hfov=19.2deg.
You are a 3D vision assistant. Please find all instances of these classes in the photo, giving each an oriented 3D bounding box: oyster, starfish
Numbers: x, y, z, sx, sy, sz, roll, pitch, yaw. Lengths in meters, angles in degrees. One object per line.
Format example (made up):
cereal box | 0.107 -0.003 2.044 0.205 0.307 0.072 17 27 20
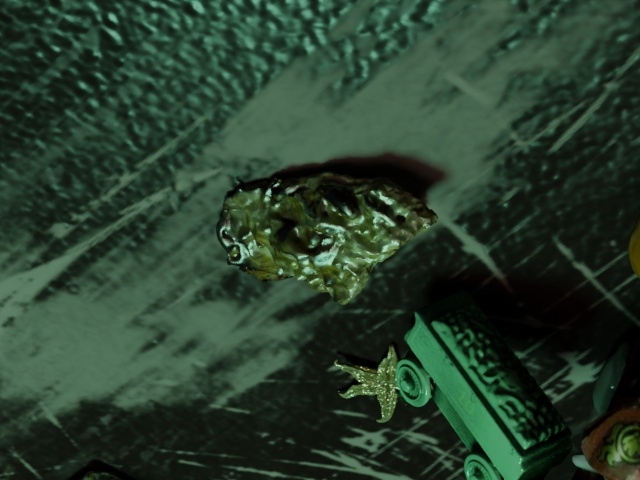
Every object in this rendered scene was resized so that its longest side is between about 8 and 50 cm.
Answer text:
oyster | 0.006 -0.003 1.389 0.177 0.056 0.105 -6 129 22
starfish | 0.055 0.116 1.537 0.086 0.016 0.092 4 133 8

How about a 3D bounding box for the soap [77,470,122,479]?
soap | -0.218 0.319 1.757 0.160 0.080 0.257 31 133 -23

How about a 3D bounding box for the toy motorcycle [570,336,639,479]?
toy motorcycle | 0.253 0.226 1.486 0.134 0.207 0.401 15 141 17

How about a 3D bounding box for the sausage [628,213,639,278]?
sausage | 0.285 -0.043 1.268 0.098 0.098 0.238 17 135 -9

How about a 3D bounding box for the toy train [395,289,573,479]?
toy train | 0.123 0.121 1.433 0.070 0.172 0.099 -21 153 -31
